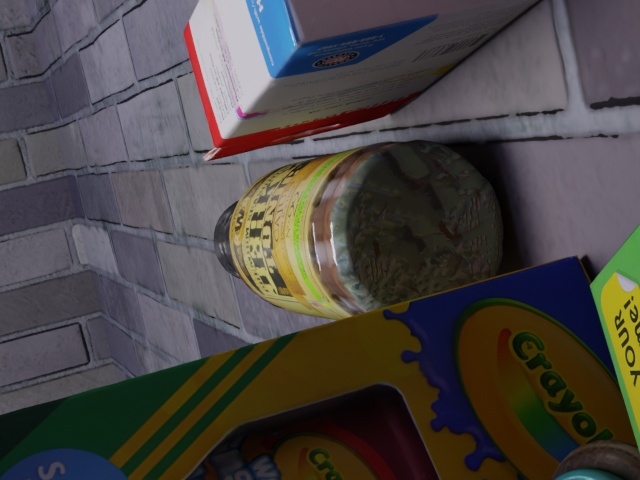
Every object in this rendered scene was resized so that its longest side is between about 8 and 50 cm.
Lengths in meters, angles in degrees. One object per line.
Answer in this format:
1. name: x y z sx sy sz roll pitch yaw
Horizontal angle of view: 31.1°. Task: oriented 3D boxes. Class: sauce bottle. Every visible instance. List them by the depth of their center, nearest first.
1. sauce bottle: 0.000 0.000 0.780 0.344 0.111 0.111 173 82 -71

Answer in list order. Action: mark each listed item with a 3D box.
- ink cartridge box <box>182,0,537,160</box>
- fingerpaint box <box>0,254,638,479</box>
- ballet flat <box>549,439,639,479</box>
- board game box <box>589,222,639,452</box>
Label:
1. ink cartridge box: 0.006 -0.116 0.634 0.231 0.134 0.078 151 103 -70
2. fingerpaint box: 0.024 0.268 0.502 0.163 0.371 0.444 114 139 -61
3. ballet flat: 0.180 0.230 0.403 0.116 0.124 0.342 -45 58 56
4. board game box: 0.159 0.097 0.252 0.213 0.046 0.317 111 153 -56
